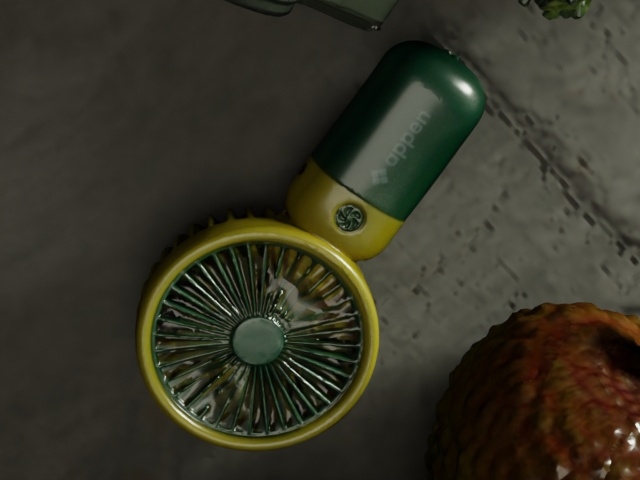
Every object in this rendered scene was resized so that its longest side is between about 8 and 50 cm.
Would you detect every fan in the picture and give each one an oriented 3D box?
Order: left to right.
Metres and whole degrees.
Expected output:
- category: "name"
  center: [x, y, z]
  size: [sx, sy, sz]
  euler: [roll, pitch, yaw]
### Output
- category: "fan"
  center: [0.000, 0.000, 0.550]
  size: [0.082, 0.039, 0.155]
  euler: [34, 104, -15]

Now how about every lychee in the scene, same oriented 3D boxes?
- category: "lychee"
  center: [0.091, 0.076, 0.548]
  size: [0.114, 0.114, 0.146]
  euler: [26, 126, -13]

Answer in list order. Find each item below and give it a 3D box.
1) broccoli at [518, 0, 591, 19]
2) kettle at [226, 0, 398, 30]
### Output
- category: "broccoli"
  center: [0.107, -0.108, 0.490]
  size: [0.097, 0.092, 0.095]
  euler: [0, 125, -23]
- category: "kettle"
  center: [-0.001, -0.147, 0.475]
  size: [0.098, 0.127, 0.148]
  euler: [39, 109, 17]
